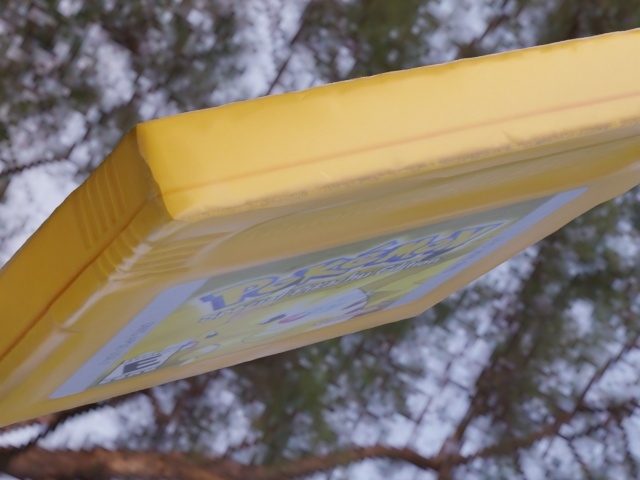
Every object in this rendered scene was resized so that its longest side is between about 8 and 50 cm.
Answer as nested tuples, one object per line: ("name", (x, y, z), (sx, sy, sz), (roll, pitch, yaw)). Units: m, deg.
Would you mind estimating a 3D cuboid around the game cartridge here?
("game cartridge", (0.000, 0.000, 0.777), (0.324, 0.285, 0.052), (-34, -108, 61))
